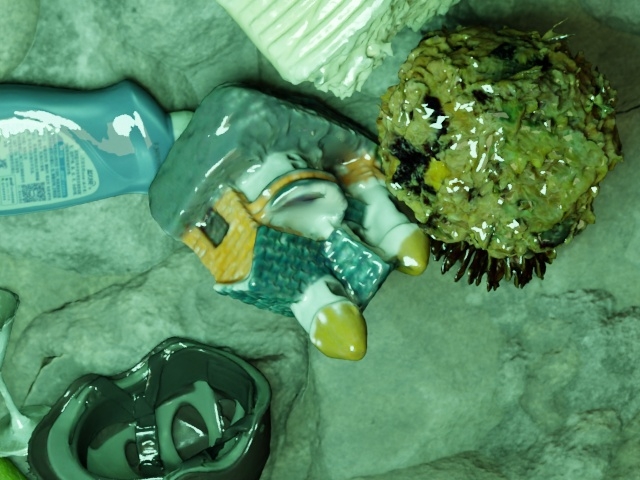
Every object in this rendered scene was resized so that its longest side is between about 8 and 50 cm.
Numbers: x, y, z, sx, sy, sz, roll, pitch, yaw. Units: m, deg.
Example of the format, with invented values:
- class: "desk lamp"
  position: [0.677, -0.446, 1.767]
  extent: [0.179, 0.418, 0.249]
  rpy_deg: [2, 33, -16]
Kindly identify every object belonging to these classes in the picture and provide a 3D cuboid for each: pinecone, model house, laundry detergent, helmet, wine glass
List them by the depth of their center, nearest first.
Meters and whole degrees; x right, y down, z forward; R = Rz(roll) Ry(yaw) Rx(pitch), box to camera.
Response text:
- class: "model house"
  position: [0.000, 0.000, 1.536]
  extent: [0.271, 0.301, 0.190]
  rpy_deg: [20, 114, -42]
- class: "laundry detergent"
  position: [-0.260, -0.107, 1.577]
  extent: [0.289, 0.094, 0.143]
  rpy_deg: [-5, 113, -14]
- class: "wine glass"
  position: [-0.377, 0.158, 1.663]
  extent: [0.122, 0.122, 0.183]
  rpy_deg: [-19, 123, -4]
- class: "helmet"
  position: [-0.192, 0.263, 1.679]
  extent: [0.305, 0.225, 0.177]
  rpy_deg: [-27, 135, -25]
- class: "pinecone"
  position: [0.196, -0.016, 1.683]
  extent: [0.165, 0.163, 0.163]
  rpy_deg: [-6, 116, 3]

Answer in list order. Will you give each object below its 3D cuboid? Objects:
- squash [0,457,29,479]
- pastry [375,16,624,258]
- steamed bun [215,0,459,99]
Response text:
- class: "squash"
  position: [-0.494, 0.289, 1.741]
  extent: [0.260, 0.189, 0.189]
  rpy_deg: [39, 104, 12]
- class: "pastry"
  position: [0.190, -0.105, 1.504]
  extent: [0.274, 0.193, 0.275]
  rpy_deg: [-1, 96, -6]
- class: "steamed bun"
  position: [0.048, -0.308, 1.485]
  extent: [0.290, 0.273, 0.272]
  rpy_deg: [-52, 157, 16]
